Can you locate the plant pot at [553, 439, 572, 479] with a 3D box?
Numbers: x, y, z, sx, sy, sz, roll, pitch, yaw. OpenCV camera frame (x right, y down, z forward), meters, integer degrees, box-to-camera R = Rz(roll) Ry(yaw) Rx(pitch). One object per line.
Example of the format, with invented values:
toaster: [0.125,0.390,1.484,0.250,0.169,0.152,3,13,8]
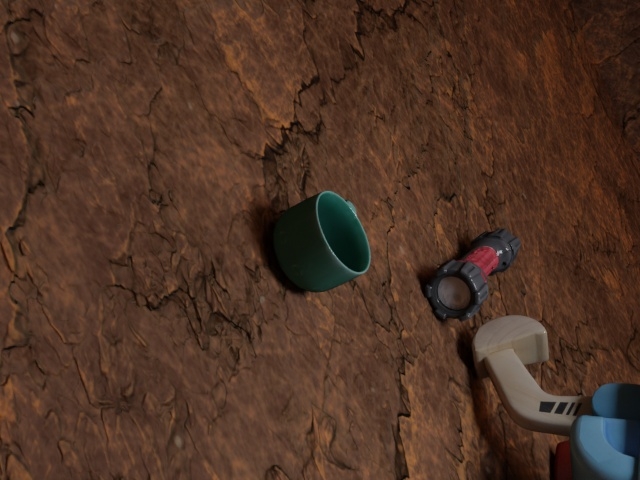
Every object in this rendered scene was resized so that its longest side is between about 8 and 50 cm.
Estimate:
plant pot: [0.558,0.505,2.128,0.267,0.267,0.236,54,41,-19]

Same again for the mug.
mug: [0.001,0.008,1.723,0.157,0.097,0.129,6,61,-60]

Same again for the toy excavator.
toy excavator: [0.444,0.299,1.927,0.433,0.445,0.222,-73,159,-44]

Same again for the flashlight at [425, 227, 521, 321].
flashlight: [0.283,0.050,2.175,0.103,0.103,0.304,33,28,14]
